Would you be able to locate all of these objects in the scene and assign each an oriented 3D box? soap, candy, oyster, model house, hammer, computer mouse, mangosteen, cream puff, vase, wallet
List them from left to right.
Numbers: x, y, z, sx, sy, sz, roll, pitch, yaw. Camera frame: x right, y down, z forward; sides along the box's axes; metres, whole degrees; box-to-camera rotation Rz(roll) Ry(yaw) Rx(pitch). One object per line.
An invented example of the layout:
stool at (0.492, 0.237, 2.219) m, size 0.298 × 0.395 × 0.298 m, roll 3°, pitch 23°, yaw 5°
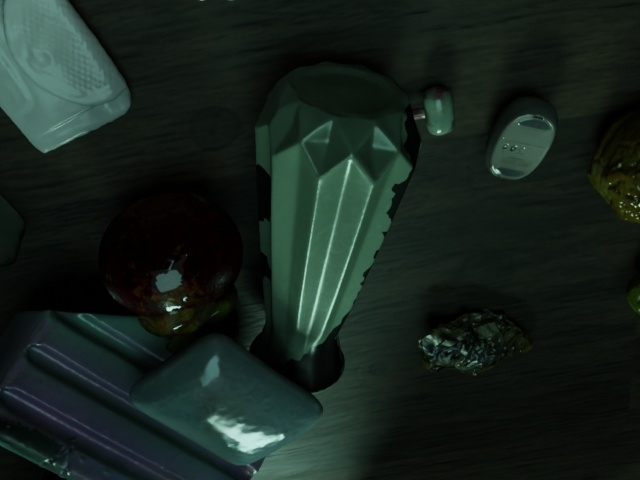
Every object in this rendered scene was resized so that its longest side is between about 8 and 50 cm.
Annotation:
model house at (-0.378, 0.002, 0.859) m, size 0.100 × 0.100 × 0.087 m, roll -26°, pitch 125°, yaw 13°
wallet at (-0.274, -0.176, 0.791) m, size 0.124 × 0.032 × 0.183 m, roll -23°, pitch 124°, yaw 13°
soap at (-0.216, 0.195, 0.953) m, size 0.324 × 0.109 × 0.192 m, roll 38°, pitch 69°, yaw -27°
mangosteen at (-0.141, 0.037, 0.872) m, size 0.146 × 0.156 × 0.181 m, roll -19°, pitch 108°, yaw 27°
candy at (-0.099, 0.176, 0.890) m, size 0.138 × 0.071 × 0.174 m, roll -34°, pitch 125°, yaw 23°
vase at (0.000, 0.000, 0.874) m, size 0.165 × 0.165 × 0.360 m, roll 4°, pitch 128°, yaw -8°
hammer at (0.097, -0.130, 0.863) m, size 0.083 × 0.031 × 0.052 m, roll -8°, pitch 121°, yaw 7°
oyster at (0.198, 0.135, 1.040) m, size 0.148 × 0.051 × 0.103 m, roll -17°, pitch 132°, yaw -7°
computer mouse at (0.211, -0.111, 0.881) m, size 0.066 × 0.039 × 0.096 m, roll 11°, pitch 130°, yaw -12°
cream puff at (0.362, -0.080, 0.878) m, size 0.126 × 0.103 × 0.144 m, roll 30°, pitch 110°, yaw -22°

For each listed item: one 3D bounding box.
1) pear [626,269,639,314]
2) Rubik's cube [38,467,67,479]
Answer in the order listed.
pear at (0.417, 0.063, 0.993) m, size 0.097 × 0.092 × 0.092 m, roll -19°, pitch 124°, yaw 6°
Rubik's cube at (-0.258, 0.399, 1.054) m, size 0.250 × 0.248 × 0.246 m, roll 20°, pitch 119°, yaw -17°
